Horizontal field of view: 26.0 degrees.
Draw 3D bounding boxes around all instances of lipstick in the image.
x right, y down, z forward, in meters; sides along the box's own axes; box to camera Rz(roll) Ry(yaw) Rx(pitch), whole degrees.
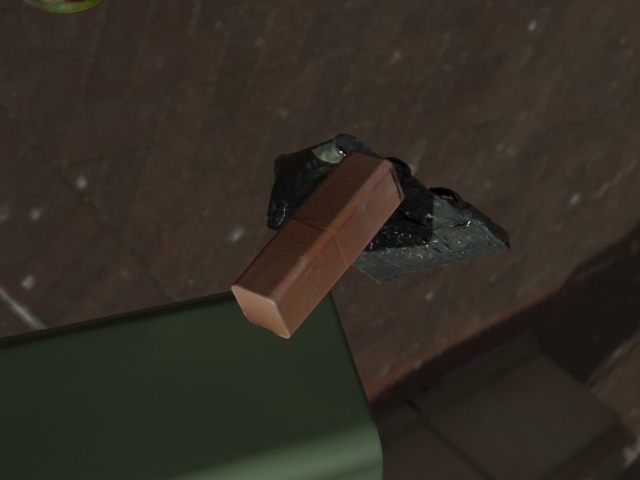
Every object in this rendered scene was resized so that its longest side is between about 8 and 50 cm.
[{"bbox_3d":[0.000,0.000,0.989,0.145,0.045,0.045,-49,141,-25],"label":"lipstick"}]

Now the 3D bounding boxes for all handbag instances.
[{"bbox_3d":[0.064,-0.034,1.484,0.270,0.175,0.089,27,64,-36],"label":"handbag"}]

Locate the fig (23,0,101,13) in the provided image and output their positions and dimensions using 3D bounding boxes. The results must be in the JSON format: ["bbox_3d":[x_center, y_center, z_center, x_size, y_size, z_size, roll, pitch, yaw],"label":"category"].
[{"bbox_3d":[-0.277,-0.357,1.449,0.149,0.245,0.149,-14,155,-6],"label":"fig"}]

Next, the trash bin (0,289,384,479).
[{"bbox_3d":[-0.133,0.176,1.251,0.343,0.223,0.158,-14,145,-9],"label":"trash bin"}]
